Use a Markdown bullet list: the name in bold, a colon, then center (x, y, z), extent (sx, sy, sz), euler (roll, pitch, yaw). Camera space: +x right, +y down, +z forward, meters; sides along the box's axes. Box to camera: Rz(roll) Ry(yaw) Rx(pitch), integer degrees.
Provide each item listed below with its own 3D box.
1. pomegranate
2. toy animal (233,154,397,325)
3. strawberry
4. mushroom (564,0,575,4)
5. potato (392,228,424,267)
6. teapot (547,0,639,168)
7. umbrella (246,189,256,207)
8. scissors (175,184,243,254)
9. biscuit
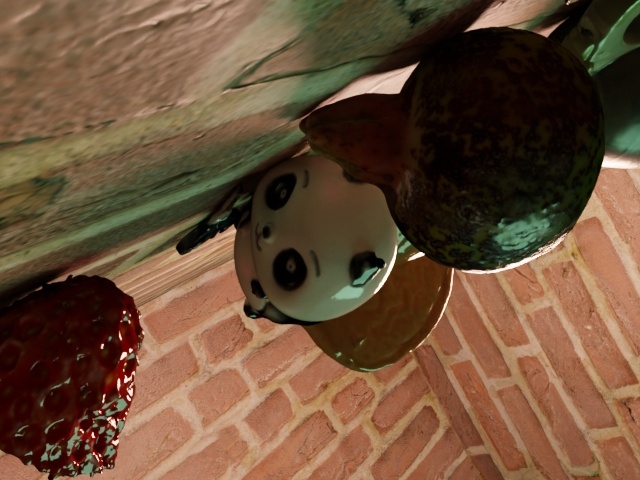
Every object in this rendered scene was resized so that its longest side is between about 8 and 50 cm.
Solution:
- **pomegranate**: center (0.105, -0.081, 0.541), extent (0.247, 0.215, 0.214), euler (9, 173, -10)
- **toy animal**: center (-0.009, 0.002, 0.749), extent (0.165, 0.187, 0.235), euler (-6, 170, -18)
- **strawberry**: center (-0.275, 0.112, 0.655), extent (0.178, 0.233, 0.234), euler (-57, -178, -2)
- **mushroom**: center (0.256, -0.242, 0.568), extent (0.101, 0.019, 0.049), euler (-31, -178, -3)
- **potato**: center (0.038, -0.020, 1.019), extent (0.280, 0.213, 0.330), euler (-29, 179, 2)
- **teapot**: center (0.391, -0.204, 0.799), extent (0.239, 0.240, 0.321), euler (-15, -179, -19)
- **umbrella**: center (-0.092, -0.052, 0.877), extent (0.083, 0.020, 0.032), euler (108, 7, -75)
- **scissors**: center (-0.133, -0.031, 0.852), extent (0.109, 0.022, 0.300), euler (-33, -178, -21)
- **biscuit**: center (0.091, 0.041, 1.217), extent (0.385, 0.365, 0.062), euler (-60, -166, -26)
